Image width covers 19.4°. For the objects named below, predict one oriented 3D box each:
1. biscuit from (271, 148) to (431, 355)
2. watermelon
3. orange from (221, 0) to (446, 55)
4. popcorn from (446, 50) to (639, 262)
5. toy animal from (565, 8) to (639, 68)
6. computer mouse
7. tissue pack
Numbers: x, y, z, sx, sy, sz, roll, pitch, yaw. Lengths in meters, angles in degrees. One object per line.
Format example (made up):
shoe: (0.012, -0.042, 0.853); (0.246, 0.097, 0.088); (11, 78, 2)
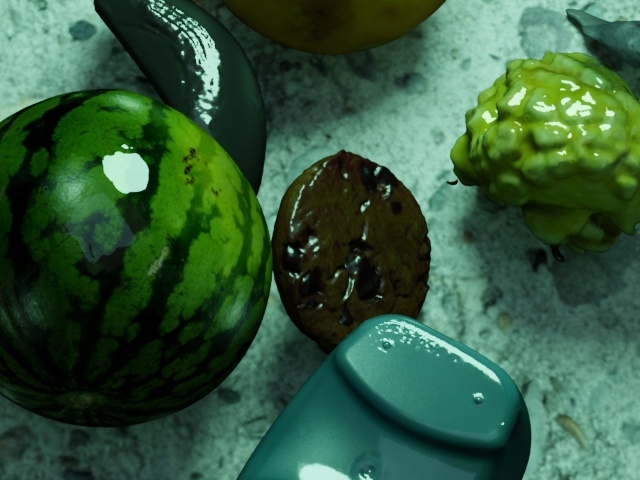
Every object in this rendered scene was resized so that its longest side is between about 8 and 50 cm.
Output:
biscuit: (0.031, 0.015, 1.652); (0.049, 0.192, 0.192); (-3, 60, 40)
watermelon: (-0.182, 0.014, 1.557); (0.285, 0.285, 0.285); (2, 68, -6)
orange: (0.014, -0.297, 1.717); (0.261, 0.261, 0.261); (2, 68, -6)
popcorn: (0.225, -0.076, 1.682); (0.189, 0.218, 0.169); (33, 94, -9)
toy animal: (0.367, -0.149, 1.704); (0.206, 0.367, 0.081); (9, 107, -12)
computer mouse: (-0.114, -0.160, 1.703); (0.088, 0.147, 0.264); (-40, 76, 3)
tissue pack: (0.041, 0.221, 1.552); (0.198, 0.206, 0.287); (29, 66, 15)
